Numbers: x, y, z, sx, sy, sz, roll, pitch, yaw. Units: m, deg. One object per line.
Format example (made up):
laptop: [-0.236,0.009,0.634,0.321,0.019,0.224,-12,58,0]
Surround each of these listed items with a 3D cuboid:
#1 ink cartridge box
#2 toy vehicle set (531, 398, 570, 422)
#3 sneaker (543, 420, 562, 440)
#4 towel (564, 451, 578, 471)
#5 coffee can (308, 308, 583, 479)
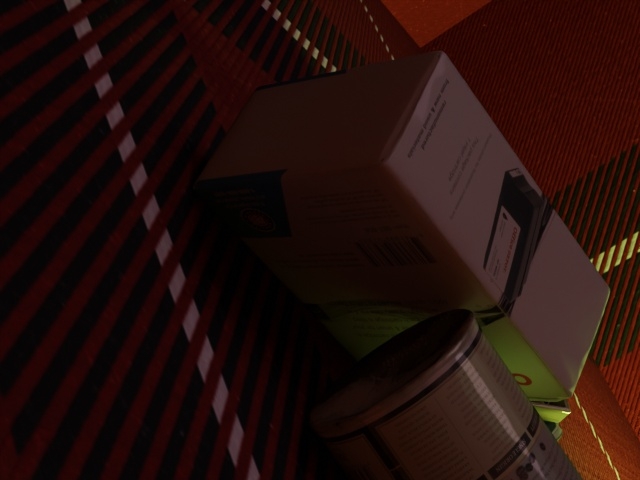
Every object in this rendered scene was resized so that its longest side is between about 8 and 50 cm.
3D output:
ink cartridge box: [0.099,0.001,1.335,0.395,0.285,0.166,49,56,-32]
toy vehicle set: [0.310,0.176,2.015,0.165,0.035,0.267,12,45,-24]
sneaker: [0.338,0.273,2.038,0.163,0.086,0.226,53,18,-2]
towel: [0.295,0.314,1.661,0.209,0.034,0.285,56,-13,-3]
coffee can: [0.146,0.238,1.212,0.275,0.201,0.201,56,14,-8]
